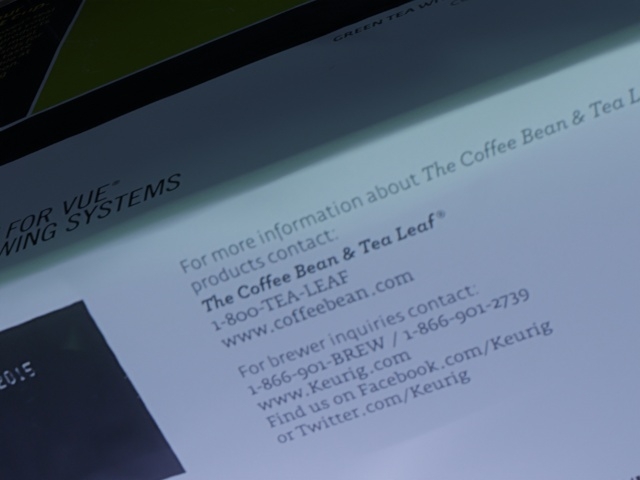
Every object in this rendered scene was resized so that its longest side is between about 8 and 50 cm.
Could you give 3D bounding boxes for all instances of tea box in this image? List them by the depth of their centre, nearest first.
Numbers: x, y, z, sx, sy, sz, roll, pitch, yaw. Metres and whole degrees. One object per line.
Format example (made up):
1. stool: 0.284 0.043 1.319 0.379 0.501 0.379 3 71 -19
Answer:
1. tea box: 0.000 0.000 0.621 0.329 0.323 0.220 -20 117 14
